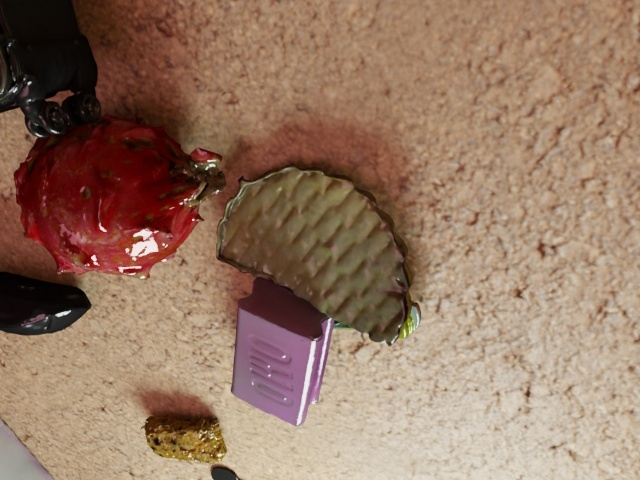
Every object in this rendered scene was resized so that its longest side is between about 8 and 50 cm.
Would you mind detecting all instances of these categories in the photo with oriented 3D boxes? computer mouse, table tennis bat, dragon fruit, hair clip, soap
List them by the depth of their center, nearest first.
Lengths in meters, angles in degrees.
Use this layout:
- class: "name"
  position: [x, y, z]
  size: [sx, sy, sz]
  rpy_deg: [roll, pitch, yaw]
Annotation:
- class: "dragon fruit"
  position: [-0.238, -0.051, 0.932]
  size: [0.268, 0.210, 0.205]
  rpy_deg: [-6, 136, 21]
- class: "hair clip"
  position: [0.052, 0.099, 1.001]
  size: [0.188, 0.033, 0.060]
  rpy_deg: [-4, 123, 35]
- class: "soap"
  position: [-0.054, 0.153, 1.042]
  size: [0.122, 0.065, 0.203]
  rpy_deg: [23, 135, 14]
- class: "computer mouse"
  position: [-0.451, 0.101, 1.173]
  size: [0.217, 0.122, 0.074]
  rpy_deg: [11, 101, 17]
- class: "table tennis bat"
  position: [-0.148, 0.407, 1.308]
  size: [0.083, 0.007, 0.050]
  rpy_deg: [16, 126, 16]

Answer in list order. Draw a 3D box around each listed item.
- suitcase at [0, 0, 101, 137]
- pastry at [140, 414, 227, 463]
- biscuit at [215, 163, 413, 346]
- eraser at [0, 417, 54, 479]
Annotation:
- class: "suitcase"
  position: [-0.428, -0.299, 0.804]
  size: [0.283, 0.194, 0.434]
  rpy_deg: [-9, 104, 24]
- class: "pastry"
  position: [-0.221, 0.322, 1.254]
  size: [0.140, 0.056, 0.080]
  rpy_deg: [-6, 107, 30]
- class: "biscuit"
  position: [0.000, 0.000, 0.936]
  size: [0.273, 0.036, 0.187]
  rpy_deg: [29, 122, 17]
- class: "eraser"
  position: [-0.709, 0.499, 1.546]
  size: [0.359, 0.122, 0.272]
  rpy_deg: [-18, 113, 31]
